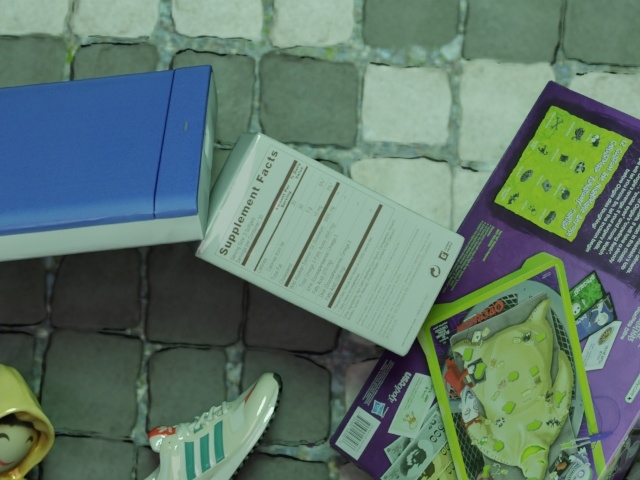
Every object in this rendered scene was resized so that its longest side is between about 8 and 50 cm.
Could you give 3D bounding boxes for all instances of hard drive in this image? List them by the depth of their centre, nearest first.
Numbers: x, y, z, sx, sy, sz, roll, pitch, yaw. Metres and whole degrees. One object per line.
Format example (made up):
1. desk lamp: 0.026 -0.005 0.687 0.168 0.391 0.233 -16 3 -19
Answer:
1. hard drive: -0.244 -0.056 0.907 0.318 0.210 0.040 -6 126 3

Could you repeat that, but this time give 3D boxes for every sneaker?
1. sneaker: -0.098 0.163 0.958 0.075 0.057 0.161 36 93 -3

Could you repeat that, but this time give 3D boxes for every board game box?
1. board game box: 0.175 0.067 0.904 0.208 0.056 0.347 32 91 39

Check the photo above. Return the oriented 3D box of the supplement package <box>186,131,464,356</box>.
1. supplement package: 0.000 0.000 0.914 0.179 0.105 0.105 27 91 -11

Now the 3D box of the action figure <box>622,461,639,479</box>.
1. action figure: 0.260 0.266 0.904 0.275 0.141 0.164 -9 97 29

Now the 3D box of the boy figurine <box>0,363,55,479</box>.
1. boy figurine: -0.284 0.241 0.933 0.177 0.092 0.285 27 86 -36
